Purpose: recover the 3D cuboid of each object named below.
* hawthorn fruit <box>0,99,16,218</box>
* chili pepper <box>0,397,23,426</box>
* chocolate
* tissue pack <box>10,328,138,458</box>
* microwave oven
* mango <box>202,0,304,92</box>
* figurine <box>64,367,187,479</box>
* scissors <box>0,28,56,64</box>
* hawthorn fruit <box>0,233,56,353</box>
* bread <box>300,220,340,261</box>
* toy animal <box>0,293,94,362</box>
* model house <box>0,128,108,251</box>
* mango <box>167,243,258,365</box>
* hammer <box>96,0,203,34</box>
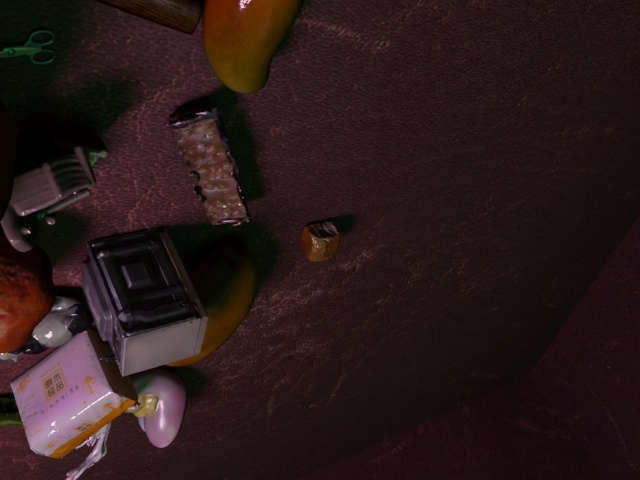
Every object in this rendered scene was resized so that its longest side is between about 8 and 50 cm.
[{"bbox_3d":[-0.551,-0.075,0.845,0.402,0.403,0.403,-22,147,-16],"label":"hawthorn fruit"},{"bbox_3d":[-0.735,0.392,1.605,0.204,0.072,0.073,3,109,-26],"label":"chili pepper"},{"bbox_3d":[-0.204,-0.139,1.365,0.102,0.065,0.329,-14,145,-3],"label":"chocolate"},{"bbox_3d":[-0.547,0.338,1.594,0.225,0.185,0.124,-36,147,5],"label":"tissue pack"},{"bbox_3d":[-0.352,0.114,1.406,0.194,0.240,0.145,-11,143,-31],"label":"microwave oven"},{"bbox_3d":[-0.109,-0.345,1.100,0.146,0.129,0.289,-27,157,-42],"label":"mango"},{"bbox_3d":[-0.506,0.442,1.769,0.284,0.206,0.315,-49,141,5],"label":"figurine"},{"bbox_3d":[-0.438,-0.271,1.025,0.119,0.014,0.058,-17,144,-29],"label":"scissors"},{"bbox_3d":[-0.587,0.075,1.210,0.207,0.207,0.243,-43,142,16],"label":"hawthorn fruit"},{"bbox_3d":[0.001,0.001,1.713,0.083,0.077,0.070,-12,146,-27],"label":"bread"},{"bbox_3d":[-0.571,0.180,1.456,0.225,0.094,0.121,-31,157,-5],"label":"toy animal"},{"bbox_3d":[-0.419,-0.096,1.129,0.188,0.229,0.122,-33,115,-3],"label":"model house"},{"bbox_3d":[-0.260,0.144,1.602,0.317,0.173,0.211,-45,147,-2],"label":"mango"},{"bbox_3d":[-0.315,-0.355,0.952,0.408,0.095,0.242,6,132,-48],"label":"hammer"}]
